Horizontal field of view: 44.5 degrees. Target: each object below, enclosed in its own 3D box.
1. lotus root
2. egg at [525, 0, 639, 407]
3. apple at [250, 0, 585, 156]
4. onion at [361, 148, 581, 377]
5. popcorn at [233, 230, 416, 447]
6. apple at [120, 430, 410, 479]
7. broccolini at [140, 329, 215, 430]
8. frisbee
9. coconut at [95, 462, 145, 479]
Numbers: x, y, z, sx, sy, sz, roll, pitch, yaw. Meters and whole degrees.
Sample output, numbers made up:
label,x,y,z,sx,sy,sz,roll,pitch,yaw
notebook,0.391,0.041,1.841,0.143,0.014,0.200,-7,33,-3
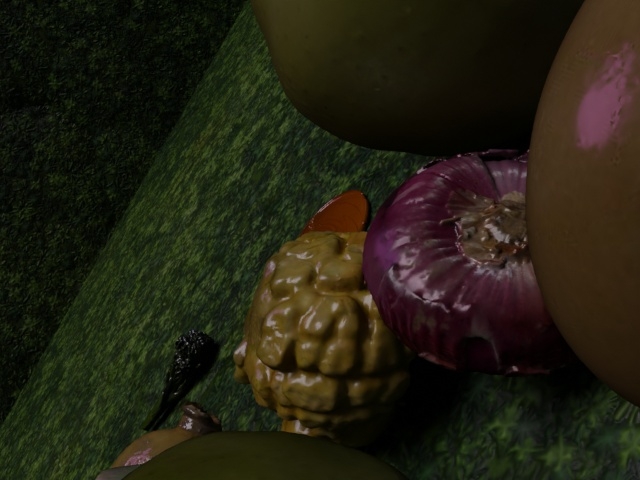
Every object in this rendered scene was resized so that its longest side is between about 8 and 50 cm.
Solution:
label,x,y,z,sx,sy,sz,roll,pitch,yaw
lotus root,-0.218,0.352,0.997,0.131,0.146,0.303,74,-140,-73
egg,0.273,-0.064,0.389,0.374,0.301,0.301,-41,26,20
apple,0.134,-0.306,0.831,0.473,0.473,0.473,-43,26,27
onion,0.150,0.031,0.686,0.163,0.230,0.230,92,-167,-54
popcorn,0.013,0.099,0.809,0.250,0.190,0.250,23,-90,-88
apple,-0.039,0.293,0.492,0.357,0.357,0.357,-43,26,27
broccolini,-0.238,0.242,1.323,0.091,0.068,0.202,-87,21,-71
frisbee,0.000,0.000,1.180,0.192,0.035,0.192,-44,25,26
coconut,-0.167,0.336,0.835,0.236,0.204,0.236,-30,42,32
